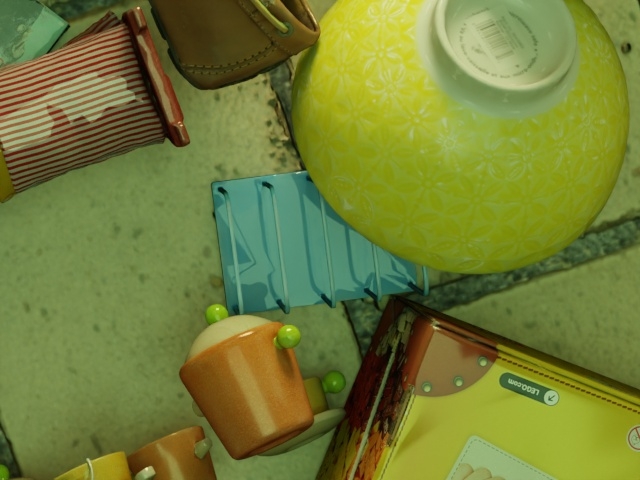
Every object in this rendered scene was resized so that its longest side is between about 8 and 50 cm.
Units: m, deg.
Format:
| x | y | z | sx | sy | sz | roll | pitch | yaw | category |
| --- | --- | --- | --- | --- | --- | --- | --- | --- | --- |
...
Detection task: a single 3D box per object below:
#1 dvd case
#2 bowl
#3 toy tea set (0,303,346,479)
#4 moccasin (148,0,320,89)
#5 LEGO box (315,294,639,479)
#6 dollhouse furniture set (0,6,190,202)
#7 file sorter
| x | y | z | sx | sy | sz | roll | pitch | yaw | category |
| --- | --- | --- | --- | --- | --- | --- | --- | --- | --- |
| -0.284 | -0.164 | 1.597 | 0.087 | 0.013 | 0.119 | 38 | 91 | -8 | dvd case |
| 0.131 | -0.134 | 1.516 | 0.289 | 0.156 | 0.290 | 5 | 64 | -10 | bowl |
| -0.144 | 0.157 | 1.564 | 0.336 | 0.200 | 0.124 | -25 | 79 | -2 | toy tea set |
| -0.121 | -0.309 | 1.495 | 0.147 | 0.139 | 0.380 | -24 | 96 | 23 | moccasin |
| 0.233 | 0.313 | 1.606 | 0.500 | 0.193 | 0.373 | 22 | 92 | -8 | LEGO box |
| -0.268 | -0.217 | 1.510 | 0.201 | 0.152 | 0.374 | -23 | 97 | -5 | dollhouse furniture set |
| 0.000 | 0.000 | 1.598 | 0.170 | 0.104 | 0.118 | -8 | 95 | -5 | file sorter |
